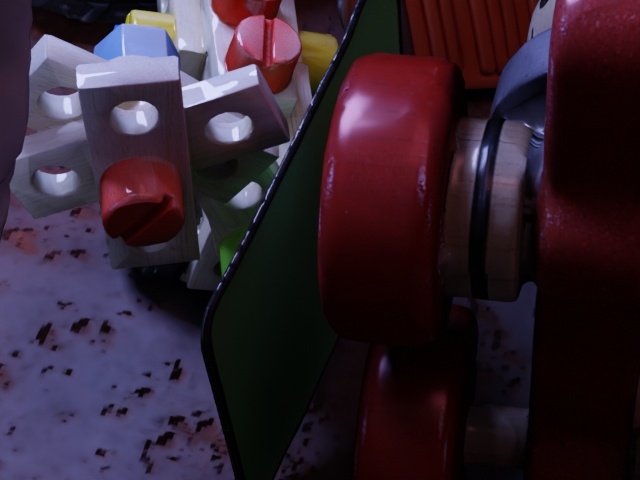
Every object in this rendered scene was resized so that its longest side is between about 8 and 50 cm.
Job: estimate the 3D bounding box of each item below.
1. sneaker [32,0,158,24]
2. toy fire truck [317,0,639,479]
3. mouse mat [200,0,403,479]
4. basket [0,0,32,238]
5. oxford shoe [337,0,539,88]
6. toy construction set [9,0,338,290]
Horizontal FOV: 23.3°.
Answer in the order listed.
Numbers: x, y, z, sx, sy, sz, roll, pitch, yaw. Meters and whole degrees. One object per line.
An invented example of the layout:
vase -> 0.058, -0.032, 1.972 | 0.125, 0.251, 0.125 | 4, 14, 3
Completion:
sneaker -> -0.068, -0.190, 0.848 | 0.271, 0.100, 0.108 | -29, 30, -33
toy fire truck -> 0.110, -0.021, 0.607 | 0.169, 0.302, 0.254 | 5, 46, 11
mouse mat -> 0.000, 0.000, 0.608 | 0.007, 0.152, 0.189 | 15, 57, 15
basket -> -0.224, 0.061, 0.361 | 0.267, 0.328, 0.331 | 9, 45, -9
oxford shoe -> 0.136, -0.185, 0.923 | 0.364, 0.130, 0.133 | -26, 29, -31
toy construction set -> -0.038, -0.102, 0.662 | 0.151, 0.215, 0.327 | 17, 49, -9
